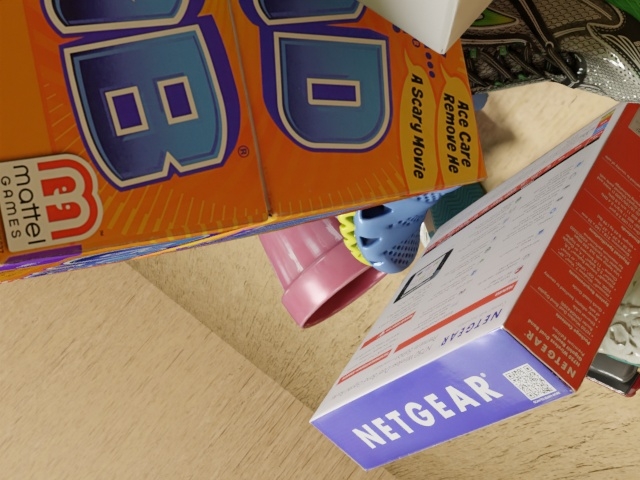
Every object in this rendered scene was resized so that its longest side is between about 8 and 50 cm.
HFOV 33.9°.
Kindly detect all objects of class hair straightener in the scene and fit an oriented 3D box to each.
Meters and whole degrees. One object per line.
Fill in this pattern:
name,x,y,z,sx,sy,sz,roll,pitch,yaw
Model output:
hair straightener,0.329,0.131,1.429,0.230,0.047,0.089,30,160,38

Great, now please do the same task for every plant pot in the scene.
plant pot,0.000,0.000,1.530,0.180,0.201,0.201,52,164,11

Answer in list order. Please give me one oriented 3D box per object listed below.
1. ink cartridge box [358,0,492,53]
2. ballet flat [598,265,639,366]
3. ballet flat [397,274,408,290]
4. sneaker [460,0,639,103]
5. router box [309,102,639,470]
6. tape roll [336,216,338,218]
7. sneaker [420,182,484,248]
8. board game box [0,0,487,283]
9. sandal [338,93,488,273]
ink cartridge box,0.082,-0.274,0.625,0.171,0.233,0.168,35,159,14
ballet flat,0.307,0.048,1.133,0.409,0.147,0.147,12,148,55
ballet flat,0.210,0.151,1.629,0.248,0.086,0.086,41,162,-7
sneaker,0.148,-0.164,0.898,0.343,0.146,0.134,22,156,42
router box,0.163,0.051,1.003,0.082,0.301,0.335,41,146,-7
tape roll,0.048,-0.093,1.366,0.189,0.080,0.189,34,161,13
sneaker,0.160,-0.019,1.319,0.092,0.087,0.229,30,157,43
board game box,-0.142,-0.170,0.834,0.356,0.356,0.356,-12,89,64
sandal,0.100,-0.082,1.141,0.138,0.126,0.317,19,137,19
